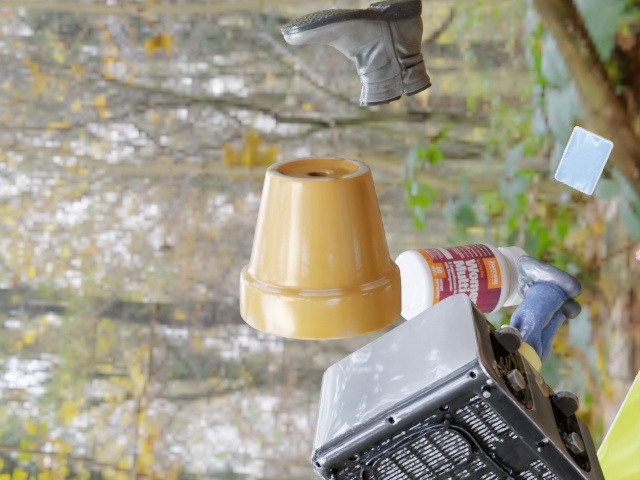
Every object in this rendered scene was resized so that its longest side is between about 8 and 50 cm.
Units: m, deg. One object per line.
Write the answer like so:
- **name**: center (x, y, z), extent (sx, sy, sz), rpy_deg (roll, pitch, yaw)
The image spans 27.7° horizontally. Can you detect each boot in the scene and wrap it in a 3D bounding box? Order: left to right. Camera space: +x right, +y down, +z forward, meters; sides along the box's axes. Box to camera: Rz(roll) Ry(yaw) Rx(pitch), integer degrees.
- **boot**: center (0.064, -0.280, 2.002), extent (0.083, 0.247, 0.161), rpy_deg (23, 122, 62)

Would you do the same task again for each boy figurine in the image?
- **boy figurine**: center (0.195, 0.164, 1.442), extent (0.285, 0.092, 0.177), rpy_deg (-56, -23, -17)

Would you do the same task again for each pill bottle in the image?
- **pill bottle**: center (0.241, 0.068, 2.175), extent (0.121, 0.221, 0.121), rpy_deg (175, 90, -65)

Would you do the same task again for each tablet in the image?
- **tablet**: center (0.340, -0.103, 1.675), extent (0.006, 0.054, 0.083), rpy_deg (-44, -23, -50)

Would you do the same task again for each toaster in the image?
- **toaster**: center (0.096, 0.154, 0.965), extent (0.168, 0.186, 0.110), rpy_deg (46, -154, -24)

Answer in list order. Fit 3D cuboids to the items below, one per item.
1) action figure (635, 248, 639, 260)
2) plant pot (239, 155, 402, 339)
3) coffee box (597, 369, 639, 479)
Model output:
- **action figure**: center (0.343, 0.018, 1.203), extent (0.038, 0.115, 0.030), rpy_deg (-106, 27, -44)
- **plant pot**: center (0.000, 0.000, 1.611), extent (0.205, 0.205, 0.188), rpy_deg (-60, -29, -70)
- **coffee box**: center (0.507, 0.211, 1.311), extent (0.337, 0.338, 0.334), rpy_deg (-61, -29, -8)
